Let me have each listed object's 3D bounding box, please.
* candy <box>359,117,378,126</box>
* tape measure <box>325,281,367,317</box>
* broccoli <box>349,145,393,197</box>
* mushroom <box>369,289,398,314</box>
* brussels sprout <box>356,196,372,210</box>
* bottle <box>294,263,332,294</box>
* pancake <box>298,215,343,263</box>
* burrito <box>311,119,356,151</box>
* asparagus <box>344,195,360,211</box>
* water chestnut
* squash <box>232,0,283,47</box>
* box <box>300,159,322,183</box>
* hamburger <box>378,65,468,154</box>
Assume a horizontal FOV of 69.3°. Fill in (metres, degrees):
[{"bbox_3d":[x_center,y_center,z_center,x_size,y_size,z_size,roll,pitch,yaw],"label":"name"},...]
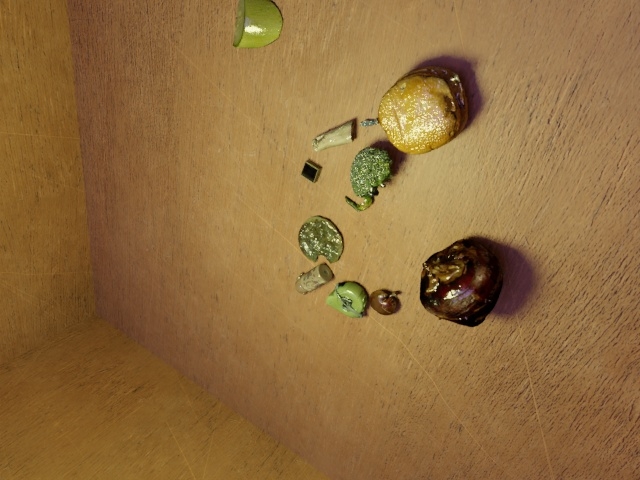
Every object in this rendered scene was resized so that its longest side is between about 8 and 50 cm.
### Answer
[{"bbox_3d":[0.195,-0.477,1.873,0.083,0.020,0.030,4,113,35],"label":"candy"},{"bbox_3d":[0.135,0.283,2.211,0.200,0.106,0.175,32,129,16],"label":"tape measure"},{"bbox_3d":[0.204,-0.268,1.872,0.176,0.198,0.226,-16,137,5],"label":"broccoli"},{"bbox_3d":[0.294,0.280,2.122,0.135,0.080,0.170,41,132,-1],"label":"mushroom"},{"bbox_3d":[0.194,-0.162,2.004,0.051,0.046,0.083,39,128,7],"label":"brussels sprout"},{"bbox_3d":[-0.046,0.192,2.297,0.209,0.097,0.110,-33,79,40],"label":"bottle"},{"bbox_3d":[0.000,0.000,2.216,0.253,0.037,0.253,14,118,27],"label":"pancake"},{"bbox_3d":[0.061,-0.432,1.958,0.226,0.060,0.087,-12,103,36],"label":"burrito"},{"bbox_3d":[0.144,-0.160,2.053,0.108,0.025,0.021,42,108,15],"label":"asparagus"},{"bbox_3d":[0.510,0.146,1.763,0.347,0.335,0.335,33,133,-22],"label":"water chestnut"},{"bbox_3d":[-0.269,-0.920,1.982,0.204,0.155,0.237,-120,36,-47],"label":"squash"},{"bbox_3d":[-0.043,-0.311,2.100,0.079,0.035,0.083,34,125,17],"label":"box"},{"bbox_3d":[0.373,-0.468,1.662,0.314,0.170,0.290,-16,104,37],"label":"hamburger"}]
